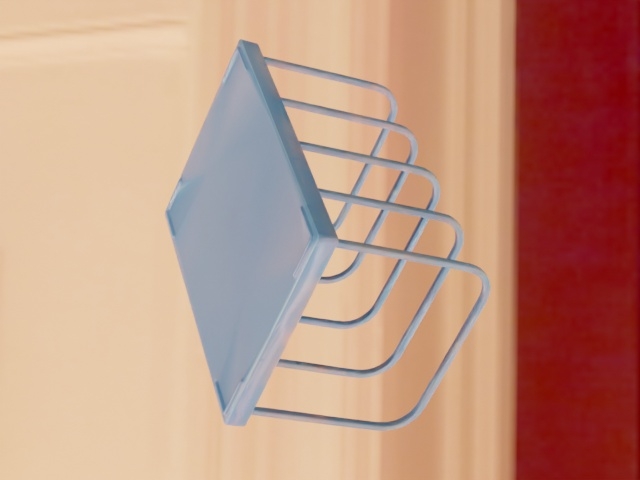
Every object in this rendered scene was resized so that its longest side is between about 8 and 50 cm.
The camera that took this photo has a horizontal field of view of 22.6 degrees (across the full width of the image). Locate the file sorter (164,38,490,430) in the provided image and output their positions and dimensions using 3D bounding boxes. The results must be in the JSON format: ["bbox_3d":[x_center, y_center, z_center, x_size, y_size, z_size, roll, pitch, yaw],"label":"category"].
[{"bbox_3d":[0.000,0.000,0.822,0.104,0.118,0.170,11,-146,-26],"label":"file sorter"}]
